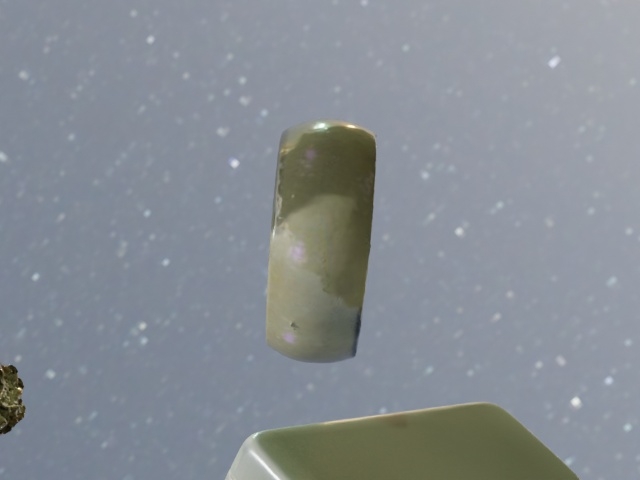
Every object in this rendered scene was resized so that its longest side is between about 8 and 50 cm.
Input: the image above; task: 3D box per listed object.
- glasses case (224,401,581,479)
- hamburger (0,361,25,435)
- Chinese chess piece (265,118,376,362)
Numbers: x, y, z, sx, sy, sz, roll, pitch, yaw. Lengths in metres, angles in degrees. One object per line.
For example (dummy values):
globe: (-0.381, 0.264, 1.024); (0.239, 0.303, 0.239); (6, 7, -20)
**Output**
glasses case: (0.072, 0.203, 1.235); (0.312, 0.070, 0.131); (-1, -146, -46)
hamburger: (-0.358, 0.158, 1.367); (0.124, 0.131, 0.262); (54, -169, -3)
Chinese chess piece: (0.000, 0.000, 1.577); (0.097, 0.251, 0.251); (5, -141, 0)
